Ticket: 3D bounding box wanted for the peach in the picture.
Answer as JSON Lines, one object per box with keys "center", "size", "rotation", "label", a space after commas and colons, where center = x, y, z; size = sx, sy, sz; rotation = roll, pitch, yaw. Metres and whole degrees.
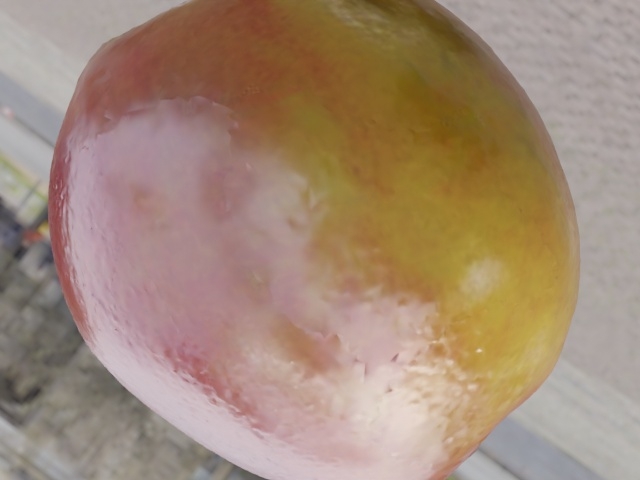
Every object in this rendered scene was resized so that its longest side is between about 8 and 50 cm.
{"center": [0.000, 0.000, 0.984], "size": [0.332, 0.308, 0.308], "rotation": [55, 170, -9], "label": "peach"}
